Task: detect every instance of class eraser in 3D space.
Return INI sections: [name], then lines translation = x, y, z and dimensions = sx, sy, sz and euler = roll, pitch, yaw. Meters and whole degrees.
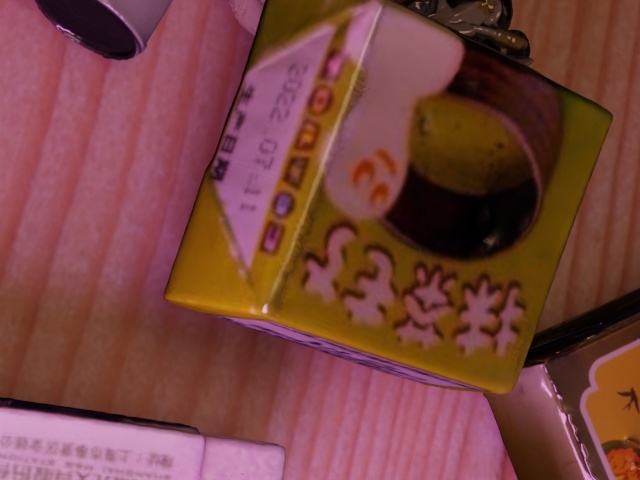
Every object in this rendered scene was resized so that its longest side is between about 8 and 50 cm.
[eraser]
translation = -0.182, 0.171, 1.180
dimensions = 0.287, 0.130, 0.086
euler = 11, 81, -21

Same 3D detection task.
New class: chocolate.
[chocolate]
translation = 0.065, -0.036, 1.237
dimensions = 0.301, 0.137, 0.289
euler = 20, 91, -33

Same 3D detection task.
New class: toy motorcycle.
[toy motorcycle]
translation = 0.091, -0.134, 1.355
dimensions = 0.225, 0.073, 0.152
euler = -27, 102, -21

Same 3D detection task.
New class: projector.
[projector]
translation = -0.112, -0.313, 1.282
dimensions = 0.108, 0.108, 0.337
euler = 33, 72, -14

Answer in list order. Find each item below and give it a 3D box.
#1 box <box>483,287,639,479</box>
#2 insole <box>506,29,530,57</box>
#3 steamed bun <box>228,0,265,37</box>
[box]
translation = 0.395, 0.204, 1.399
dimensions = 0.420, 0.138, 0.373
euler = -22, 91, -23
[insole]
translation = 0.133, -0.172, 1.415
dimensions = 0.135, 0.002, 0.045
euler = -10, 88, -22
[steamed bun]
translation = -0.025, -0.222, 1.308
dimensions = 0.112, 0.091, 0.130
euler = -11, 71, -12
